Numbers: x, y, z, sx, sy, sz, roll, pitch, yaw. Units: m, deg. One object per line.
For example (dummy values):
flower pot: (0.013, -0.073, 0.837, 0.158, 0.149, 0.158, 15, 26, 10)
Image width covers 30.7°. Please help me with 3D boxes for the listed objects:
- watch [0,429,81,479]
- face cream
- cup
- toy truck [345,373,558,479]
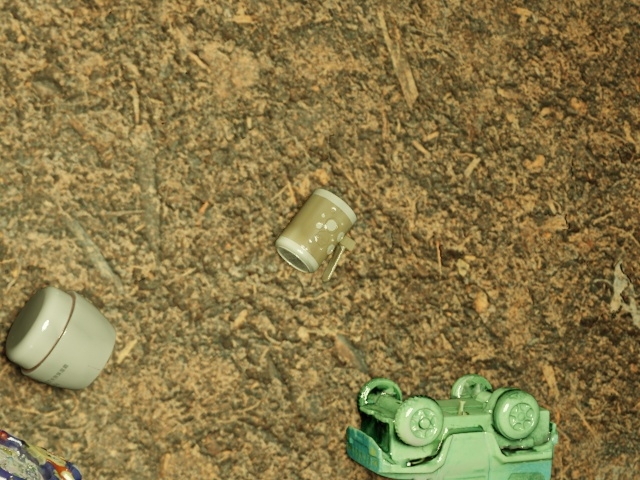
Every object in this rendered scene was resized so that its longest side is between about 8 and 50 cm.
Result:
watch: (-0.401, 0.328, 1.360, 0.196, 0.171, 0.200, 35, 88, -18)
face cream: (-0.317, 0.120, 1.423, 0.104, 0.117, 0.117, 34, 74, -26)
cup: (-0.006, -0.004, 1.595, 0.074, 0.102, 0.099, 32, 72, 23)
toy truck: (0.179, 0.272, 1.598, 0.278, 0.155, 0.156, -1, 94, -23)
